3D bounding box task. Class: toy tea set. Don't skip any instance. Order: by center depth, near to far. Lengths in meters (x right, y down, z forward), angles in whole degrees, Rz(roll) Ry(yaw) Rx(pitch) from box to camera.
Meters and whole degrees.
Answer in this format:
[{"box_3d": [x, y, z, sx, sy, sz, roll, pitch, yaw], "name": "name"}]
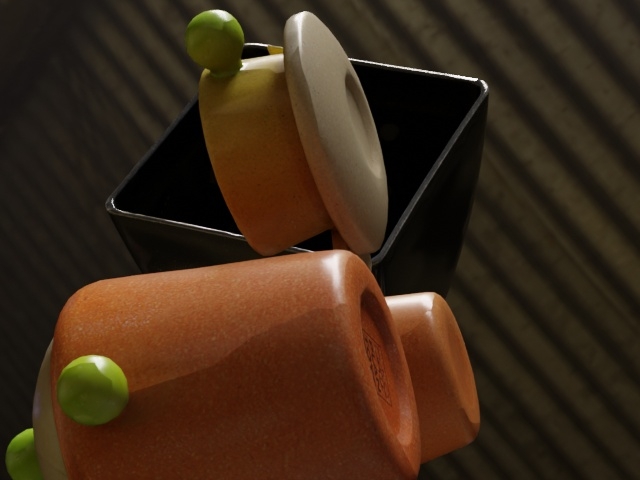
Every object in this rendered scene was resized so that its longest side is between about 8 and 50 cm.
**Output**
[{"box_3d": [-0.005, 0.094, 0.556, 0.124, 0.200, 0.336, -16, -56, 12], "name": "toy tea set"}]

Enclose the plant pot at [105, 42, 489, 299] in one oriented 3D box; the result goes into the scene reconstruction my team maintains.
[{"box_3d": [0.000, 0.000, 1.015, 0.188, 0.187, 0.167, 11, -45, 25], "name": "plant pot"}]
